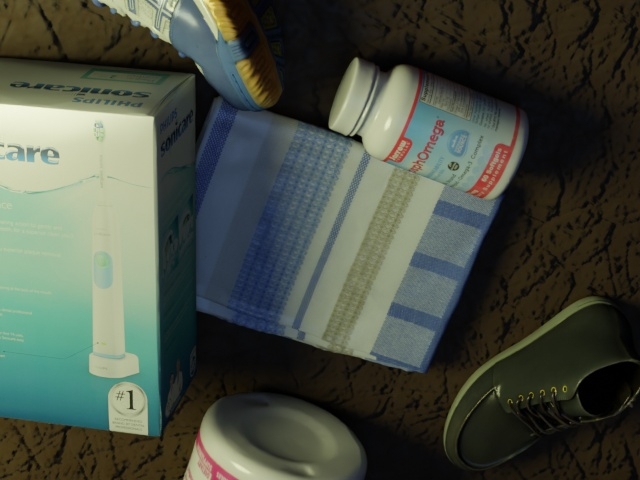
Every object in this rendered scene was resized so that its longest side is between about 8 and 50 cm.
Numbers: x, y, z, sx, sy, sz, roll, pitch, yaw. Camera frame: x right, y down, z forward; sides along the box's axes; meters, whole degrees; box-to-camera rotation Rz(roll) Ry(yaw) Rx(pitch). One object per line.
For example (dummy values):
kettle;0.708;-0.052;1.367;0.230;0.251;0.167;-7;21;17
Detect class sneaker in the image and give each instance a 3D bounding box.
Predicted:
sneaker;-0.141;-0.225;1.237;0.131;0.112;0.296;-25;107;22
sneaker;0.202;0.152;1.395;0.083;0.118;0.222;39;107;-17

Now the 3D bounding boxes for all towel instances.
towel;0.000;0.000;1.367;0.285;0.034;0.209;18;112;-10

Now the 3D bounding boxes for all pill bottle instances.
pill bottle;0.093;-0.100;1.298;0.160;0.087;0.087;19;111;-10
pill bottle;-0.071;0.301;1.425;0.160;0.160;0.283;15;112;-9

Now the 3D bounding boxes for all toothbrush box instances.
toothbrush box;-0.225;0.002;1.288;0.216;0.126;0.295;5;115;10
